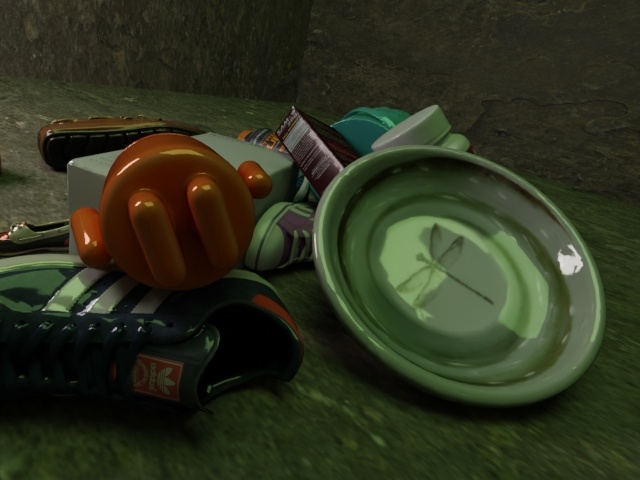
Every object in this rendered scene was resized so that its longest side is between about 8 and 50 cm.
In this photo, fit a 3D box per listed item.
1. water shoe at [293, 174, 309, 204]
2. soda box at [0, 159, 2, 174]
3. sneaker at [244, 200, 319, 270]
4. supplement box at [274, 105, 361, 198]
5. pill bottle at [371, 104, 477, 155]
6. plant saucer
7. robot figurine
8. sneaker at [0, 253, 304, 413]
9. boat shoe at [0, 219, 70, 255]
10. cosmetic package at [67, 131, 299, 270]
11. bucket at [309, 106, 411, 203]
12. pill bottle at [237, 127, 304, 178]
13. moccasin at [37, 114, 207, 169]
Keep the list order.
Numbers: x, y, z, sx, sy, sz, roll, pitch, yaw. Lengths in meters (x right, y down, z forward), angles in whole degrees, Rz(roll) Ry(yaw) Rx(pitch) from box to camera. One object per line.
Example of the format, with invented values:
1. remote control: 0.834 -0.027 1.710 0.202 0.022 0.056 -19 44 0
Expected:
1. water shoe: -0.068 -0.111 0.995 0.080 0.072 0.203 9 22 0
2. soda box: -0.704 -0.144 0.729 0.084 0.092 0.263 17 23 16
3. sneaker: 0.000 -0.001 0.733 0.161 0.102 0.282 23 25 18
4. supplement box: 0.024 -0.139 0.802 0.130 0.073 0.239 13 35 -48
5. pill bottle: 0.227 -0.092 0.791 0.161 0.283 0.161 -33 14 9
6. plant saucer: 0.180 0.037 0.605 0.401 0.100 0.400 5 55 -7
7. robot figurine: -0.139 -0.034 0.405 0.128 0.158 0.219 35 3 -29
8. sneaker: -0.171 0.094 0.373 0.350 0.131 0.148 -3 23 -33
9. boat shoe: -0.414 -0.008 0.611 0.137 0.043 0.049 -4 29 -31
10. cosmetic package: -0.189 -0.068 0.717 0.218 0.156 0.385 16 23 6
11. bucket: 0.117 -0.168 0.988 0.282 0.280 0.183 20 27 20
12. pill bottle: -0.122 -0.235 1.190 0.246 0.130 0.130 24 25 28
13. moccasin: -0.458 -0.235 1.038 0.381 0.139 0.147 -12 39 -26
